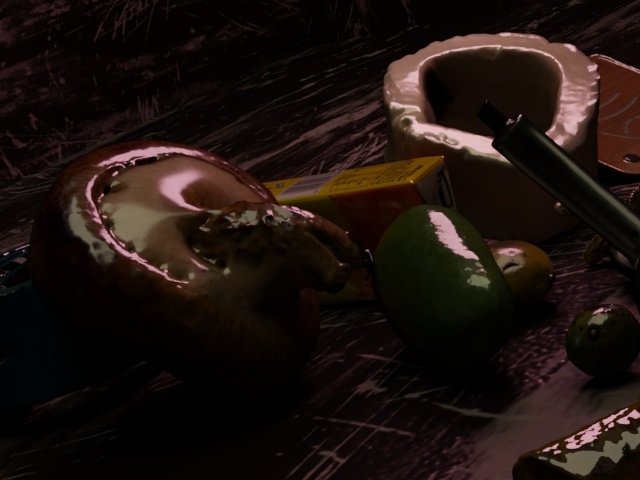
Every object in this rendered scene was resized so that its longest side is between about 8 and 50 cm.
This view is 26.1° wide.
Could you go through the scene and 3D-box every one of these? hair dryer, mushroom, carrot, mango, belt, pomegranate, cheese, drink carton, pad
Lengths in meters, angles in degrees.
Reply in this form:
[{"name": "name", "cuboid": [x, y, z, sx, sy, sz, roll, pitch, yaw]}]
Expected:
[{"name": "hair dryer", "cuboid": [0.277, -0.008, 1.348, 0.284, 0.156, 0.320, 23, 4, -13]}, {"name": "mushroom", "cuboid": [-0.130, 0.007, 1.501, 0.260, 0.345, 0.345, -53, -7, 33]}, {"name": "carrot", "cuboid": [0.294, 0.143, 0.999, 0.301, 0.114, 0.114, -22, 15, -10]}, {"name": "mango", "cuboid": [0.196, 0.042, 1.557, 0.103, 0.076, 0.161, -25, 8, -26]}, {"name": "belt", "cuboid": [-0.320, 0.081, 1.768, 0.300, 0.173, 0.436, -13, 14, 9]}, {"name": "pomegranate", "cuboid": [0.271, 0.091, 1.294, 0.073, 0.073, 0.084, -1, 16, 45]}, {"name": "cheese", "cuboid": [0.225, -0.137, 1.837, 0.292, 0.153, 0.332, -1, 34, 7]}, {"name": "drink carton", "cuboid": [0.000, 0.000, 1.754, 0.351, 0.155, 0.111, -7, 16, 30]}, {"name": "mango", "cuboid": [0.133, 0.053, 1.431, 0.114, 0.156, 0.251, 4, 18, -24]}, {"name": "pad", "cuboid": [0.434, -0.188, 2.037, 0.286, 0.018, 0.284, -28, 43, -36]}]

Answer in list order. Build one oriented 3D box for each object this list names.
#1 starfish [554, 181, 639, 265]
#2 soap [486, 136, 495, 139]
[{"name": "starfish", "cuboid": [0.383, -0.035, 1.537, 0.240, 0.043, 0.227, 4, -30, -20]}, {"name": "soap", "cuboid": [0.265, -0.142, 2.133, 0.259, 0.081, 0.181, -16, 17, -4]}]
